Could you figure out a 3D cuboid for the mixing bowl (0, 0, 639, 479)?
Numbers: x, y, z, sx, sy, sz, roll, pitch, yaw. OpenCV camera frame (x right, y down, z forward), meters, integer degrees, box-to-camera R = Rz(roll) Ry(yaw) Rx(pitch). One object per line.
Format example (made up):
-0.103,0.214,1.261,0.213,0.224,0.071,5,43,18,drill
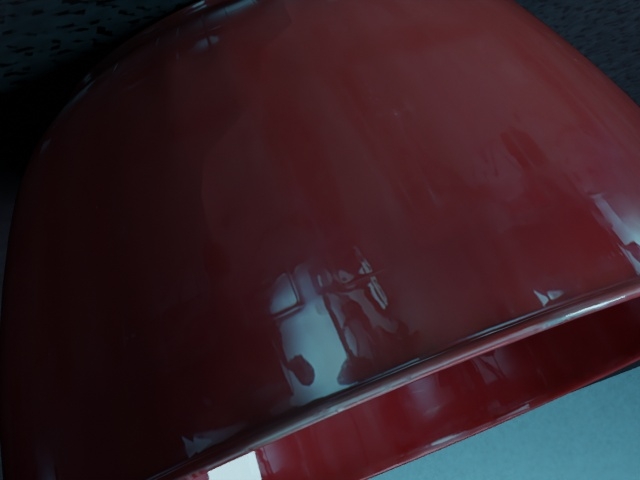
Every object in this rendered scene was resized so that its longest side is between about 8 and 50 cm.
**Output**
0.000,0.000,0.426,0.181,0.098,0.181,-21,168,-5,mixing bowl
